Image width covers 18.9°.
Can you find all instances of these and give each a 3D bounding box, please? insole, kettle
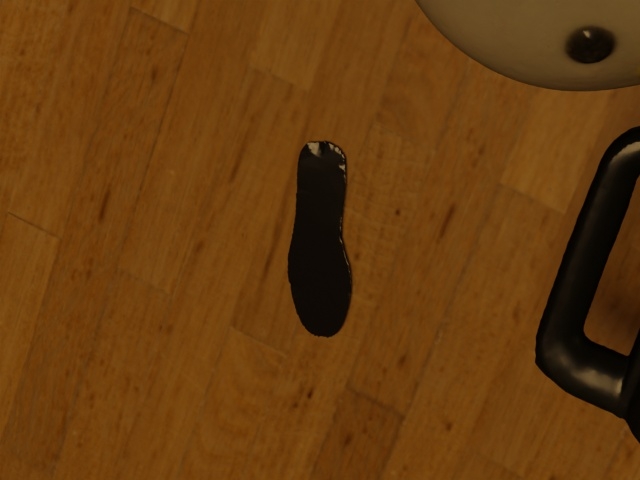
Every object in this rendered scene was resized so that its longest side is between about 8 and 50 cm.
[{"bbox_3d":[0.000,0.000,1.739,0.064,0.004,0.188,9,111,20],"label":"insole"},{"bbox_3d":[0.342,0.038,1.474,0.262,0.203,0.308,8,121,-23],"label":"kettle"}]

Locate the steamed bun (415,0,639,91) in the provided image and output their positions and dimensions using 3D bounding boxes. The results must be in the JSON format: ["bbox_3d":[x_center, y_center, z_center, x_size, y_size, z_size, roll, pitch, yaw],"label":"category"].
[{"bbox_3d":[0.222,-0.272,1.369,0.374,0.334,0.334,-32,94,24],"label":"steamed bun"}]
